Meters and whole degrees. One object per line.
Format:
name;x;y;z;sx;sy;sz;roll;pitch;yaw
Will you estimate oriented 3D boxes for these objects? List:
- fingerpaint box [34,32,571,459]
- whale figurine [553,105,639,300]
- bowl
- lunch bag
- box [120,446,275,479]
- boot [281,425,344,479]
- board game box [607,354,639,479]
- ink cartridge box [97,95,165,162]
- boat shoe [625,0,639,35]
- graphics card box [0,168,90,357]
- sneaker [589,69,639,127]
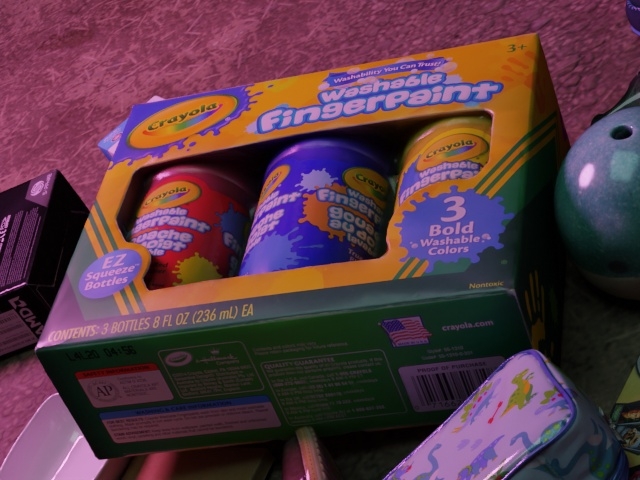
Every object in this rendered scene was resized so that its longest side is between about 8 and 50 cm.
fingerpaint box;0.000;0.000;1.477;0.444;0.163;0.371;-8;39;19
whale figurine;0.330;-0.050;1.344;0.272;0.141;0.216;-7;40;33
bowl;-0.244;0.219;1.557;0.142;0.053;0.142;-5;41;36
lunch bag;0.127;0.194;1.194;0.219;0.090;0.176;-44;16;6
box;-0.147;0.274;1.432;0.164;0.021;0.201;-5;42;36
boot;-0.069;0.278;1.297;0.206;0.090;0.248;-24;37;10
board game box;0.289;0.169;1.184;0.165;0.042;0.243;2;46;42
ink cartridge box;-0.189;-0.111;1.933;0.104;0.060;0.180;-41;34;-14
boat shoe;0.427;-0.263;1.589;0.258;0.089;0.109;0;45;40
graphics card box;-0.468;0.069;1.904;0.370;0.094;0.233;-22;34;17
sneaker;0.357;-0.145;1.504;0.234;0.078;0.106;-33;35;4
